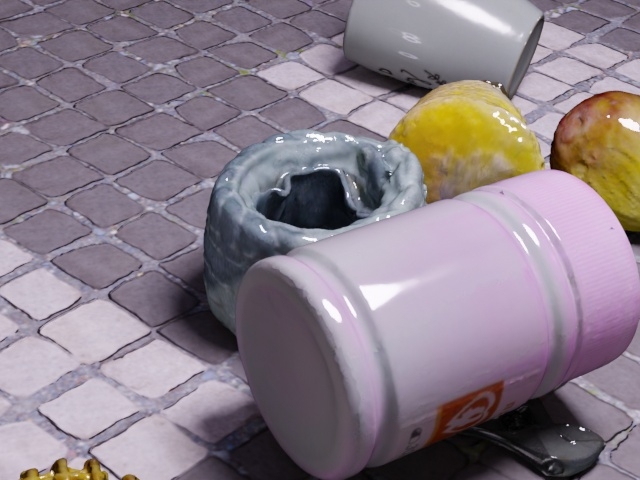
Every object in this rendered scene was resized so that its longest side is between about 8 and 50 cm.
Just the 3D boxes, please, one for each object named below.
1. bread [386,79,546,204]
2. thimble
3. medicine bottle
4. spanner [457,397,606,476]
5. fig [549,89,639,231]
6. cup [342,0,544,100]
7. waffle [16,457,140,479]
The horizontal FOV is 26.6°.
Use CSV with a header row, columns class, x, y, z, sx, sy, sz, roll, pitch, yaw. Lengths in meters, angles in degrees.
class,x,y,z,sx,sy,sz,roll,pitch,yaw
bread,0.169,-0.080,1.517,0.197,0.197,0.170,13,27,10
thimble,0.000,0.000,1.376,0.250,0.172,0.205,-23,45,-32
medicine bottle,0.105,0.070,1.208,0.316,0.202,0.202,-17,40,-27
spanner,0.103,0.168,1.266,0.325,0.026,0.093,8,34,5
fig,0.385,-0.058,1.579,0.159,0.159,0.257,-21,61,-35
cup,0.181,-0.292,1.871,0.234,0.186,0.258,24,9,11
waffle,-0.195,0.254,1.042,0.197,0.070,0.193,17,34,11
